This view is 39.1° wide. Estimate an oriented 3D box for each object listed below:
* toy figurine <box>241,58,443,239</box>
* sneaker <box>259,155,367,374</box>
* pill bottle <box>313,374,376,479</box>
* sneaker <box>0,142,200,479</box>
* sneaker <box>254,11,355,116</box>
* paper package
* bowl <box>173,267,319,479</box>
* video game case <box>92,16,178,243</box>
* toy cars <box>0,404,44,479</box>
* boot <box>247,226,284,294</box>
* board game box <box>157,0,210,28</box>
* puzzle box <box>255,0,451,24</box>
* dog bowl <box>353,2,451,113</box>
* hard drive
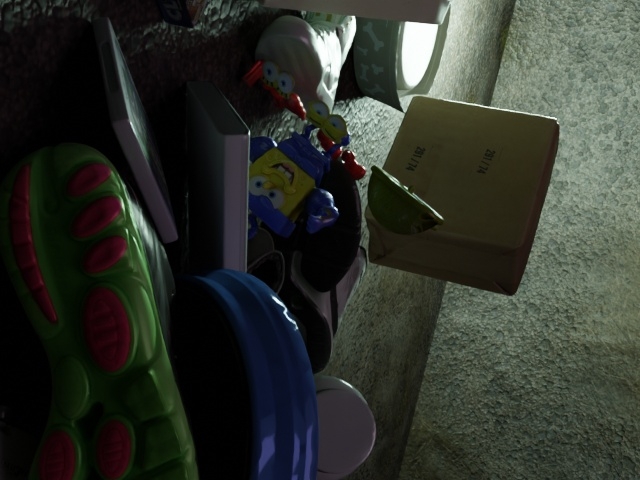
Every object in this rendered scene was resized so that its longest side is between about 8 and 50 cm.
[{"bbox_3d":[-0.025,-0.064,1.307,0.217,0.362,0.191,-47,169,-5],"label":"toy figurine"},{"bbox_3d":[-0.001,0.000,1.617,0.257,0.169,0.447,-64,167,-53],"label":"sneaker"},{"bbox_3d":[-0.011,0.319,1.540,0.318,0.176,0.176,144,-35,-74],"label":"pill bottle"},{"bbox_3d":[-0.205,0.139,0.943,0.202,0.185,0.482,-13,98,-80],"label":"sneaker"},{"bbox_3d":[-0.018,-0.317,1.393,0.292,0.108,0.169,62,43,-76],"label":"sneaker"},{"bbox_3d":[0.270,-0.095,1.724,0.168,0.310,0.324,77,30,-56],"label":"paper package"},{"bbox_3d":[-0.150,0.223,1.030,0.077,0.391,0.391,9,95,-37],"label":"bowl"},{"bbox_3d":[-0.201,-0.118,0.983,0.190,0.022,0.173,79,-6,-51],"label":"video game case"},{"bbox_3d":[-0.372,0.259,0.831,0.394,0.087,0.176,-38,126,-67],"label":"toy cars"},{"bbox_3d":[-0.098,0.042,1.313,0.208,0.076,0.189,127,-19,-69],"label":"boot"},{"bbox_3d":[-0.137,-0.399,1.082,0.165,0.042,0.243,76,33,-53],"label":"board game box"},{"bbox_3d":[0.091,-0.454,1.292,0.409,0.052,0.272,-8,129,-47],"label":"puzzle box"},{"bbox_3d":[0.166,-0.432,1.808,0.349,0.102,0.348,13,90,-70],"label":"dog bowl"},{"bbox_3d":[-0.136,-0.028,1.168,0.203,0.040,0.307,-126,-145,-56],"label":"hard drive"}]
